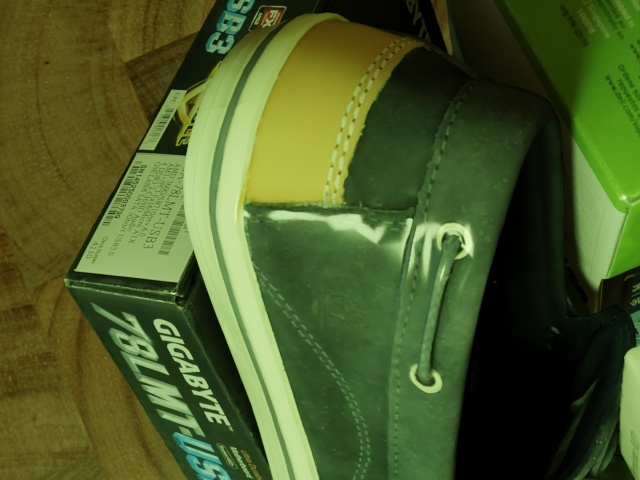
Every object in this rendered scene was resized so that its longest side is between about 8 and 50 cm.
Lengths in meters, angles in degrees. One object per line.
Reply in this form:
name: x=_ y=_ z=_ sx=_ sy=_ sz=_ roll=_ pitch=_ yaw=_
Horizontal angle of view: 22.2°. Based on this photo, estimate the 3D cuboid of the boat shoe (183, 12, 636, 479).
boat shoe: x=0.078 y=0.095 z=0.833 sx=0.187 sy=0.156 sz=0.500 roll=-63 pitch=-31 yaw=-34

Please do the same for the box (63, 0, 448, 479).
box: x=0.000 y=0.000 z=0.904 sx=0.293 sy=0.073 sz=0.295 roll=-64 pitch=-31 yaw=-31

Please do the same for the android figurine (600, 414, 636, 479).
android figurine: x=0.275 y=0.249 z=1.303 sx=0.273 sy=0.056 sz=0.248 roll=40 pitch=-158 yaw=-60

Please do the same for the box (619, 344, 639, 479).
box: x=0.239 y=0.145 z=0.717 sx=0.148 sy=0.127 sz=0.232 roll=71 pitch=175 yaw=-63

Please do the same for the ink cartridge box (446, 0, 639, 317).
ink cartridge box: x=0.149 y=-0.075 z=0.886 sx=0.188 sy=0.097 sz=0.255 roll=63 pitch=177 yaw=18

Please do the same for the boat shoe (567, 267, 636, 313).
boat shoe: x=0.174 y=-0.029 z=1.007 sx=0.080 sy=0.076 sz=0.228 roll=31 pitch=129 yaw=45

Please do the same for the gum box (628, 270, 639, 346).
gum box: x=0.258 y=0.133 z=1.188 sx=0.157 sy=0.041 sz=0.184 roll=69 pitch=176 yaw=-65
